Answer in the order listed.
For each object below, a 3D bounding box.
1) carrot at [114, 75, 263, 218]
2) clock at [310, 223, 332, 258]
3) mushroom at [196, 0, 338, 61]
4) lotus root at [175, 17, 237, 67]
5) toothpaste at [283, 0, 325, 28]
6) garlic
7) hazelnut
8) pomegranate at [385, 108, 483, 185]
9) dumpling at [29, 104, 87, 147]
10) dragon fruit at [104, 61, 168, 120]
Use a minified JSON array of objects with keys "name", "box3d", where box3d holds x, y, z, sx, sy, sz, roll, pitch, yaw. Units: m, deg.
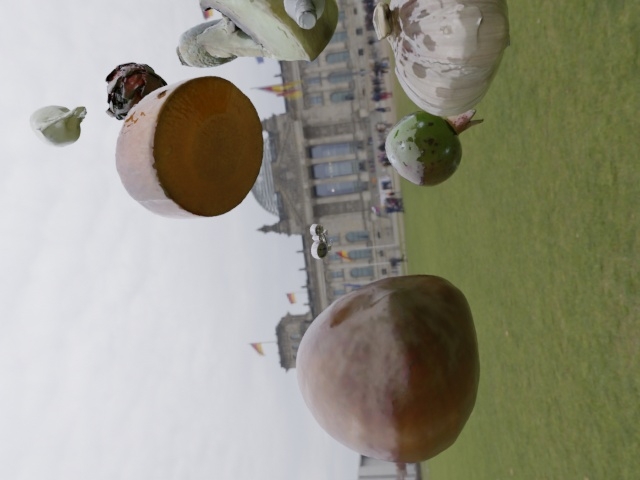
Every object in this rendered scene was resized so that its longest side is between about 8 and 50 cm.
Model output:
[{"name":"carrot","box3d":[-0.214,-0.164,0.911,0.307,0.100,0.258,-30,-52,-55]},{"name":"clock","box3d":[0.000,0.000,1.795,0.087,0.041,0.129,-27,-65,-43]},{"name":"mushroom","box3d":[-0.115,-0.494,1.031,0.212,0.292,0.217,44,-115,-43]},{"name":"lotus root","box3d":[-0.406,-0.783,1.989,0.175,0.350,0.175,-18,-90,-87]},{"name":"toothpaste","box3d":[-0.021,-0.339,0.619,0.078,0.047,0.247,63,-160,-53]},{"name":"garlic","box3d":[0.242,-0.391,0.950,0.322,0.241,0.322,51,-156,-34]},{"name":"hazelnut","box3d":[0.136,0.234,0.958,0.366,0.366,0.365,-6,-90,-82]},{"name":"pomegranate","box3d":[0.373,-0.350,1.744,0.323,0.291,0.290,-59,9,25]},{"name":"dumpling","box3d":[-0.783,-0.355,1.532,0.126,0.166,0.216,55,162,11]},{"name":"dragon fruit","box3d":[-0.529,-0.421,1.455,0.182,0.182,0.188,56,-153,-74]}]
